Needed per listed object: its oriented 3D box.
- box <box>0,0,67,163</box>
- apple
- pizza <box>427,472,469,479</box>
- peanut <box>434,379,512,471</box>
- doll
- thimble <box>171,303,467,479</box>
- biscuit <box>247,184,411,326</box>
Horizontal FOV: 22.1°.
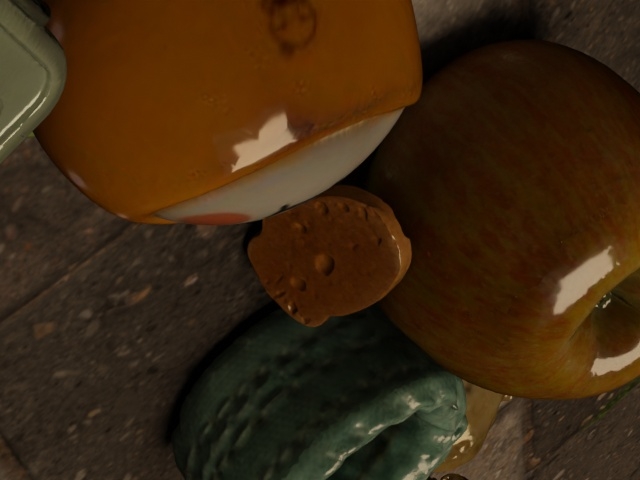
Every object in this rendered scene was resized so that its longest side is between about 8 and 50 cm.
[{"bbox_3d":[-0.247,-0.060,0.700,0.243,0.135,0.163,-46,154,1],"label":"box"},{"bbox_3d":[0.161,-0.007,1.216,0.264,0.264,0.264,-33,151,-21],"label":"apple"},{"bbox_3d":[0.034,0.298,1.599,0.223,0.089,0.323,-21,164,-21],"label":"pizza"},{"bbox_3d":[0.069,0.170,1.480,0.263,0.117,0.101,-32,142,-17],"label":"peanut"},{"bbox_3d":[-0.072,-0.101,0.854,0.213,0.213,0.236,-23,-176,-36],"label":"doll"},{"bbox_3d":[-0.002,0.151,1.322,0.235,0.143,0.198,-30,149,-23],"label":"thimble"},{"bbox_3d":[0.001,-0.001,1.159,0.140,0.118,0.023,-20,-163,44],"label":"biscuit"}]
